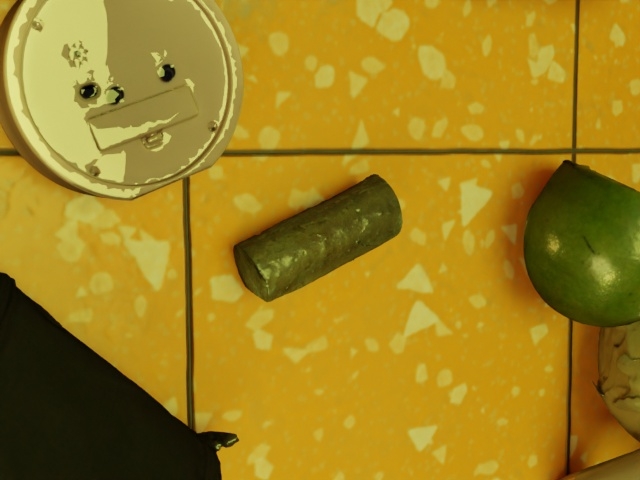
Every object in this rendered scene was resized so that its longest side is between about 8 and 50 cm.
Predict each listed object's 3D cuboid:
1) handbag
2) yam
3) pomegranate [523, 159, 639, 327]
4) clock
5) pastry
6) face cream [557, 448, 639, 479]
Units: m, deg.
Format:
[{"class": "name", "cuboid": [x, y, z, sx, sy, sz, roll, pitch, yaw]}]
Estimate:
[{"class": "handbag", "cuboid": [-0.212, 0.197, 0.648, 0.275, 0.178, 0.302, -50, 116, -17]}, {"class": "yam", "cuboid": [0.000, 0.000, 0.823, 0.169, 0.068, 0.068, -29, 108, -25]}, {"class": "pomegranate", "cuboid": [0.337, 0.026, 0.956, 0.241, 0.190, 0.159, 23, 100, -9]}, {"class": "clock", "cuboid": [-0.165, -0.132, 0.710, 0.197, 0.068, 0.197, -3, 97, -31]}, {"class": "pastry", "cuboid": [0.457, 0.140, 1.029, 0.265, 0.133, 0.265, -1, 66, 1]}, {"class": "face cream", "cuboid": [0.356, 0.276, 0.991, 0.084, 0.198, 0.057, 1, 62, -28]}]
